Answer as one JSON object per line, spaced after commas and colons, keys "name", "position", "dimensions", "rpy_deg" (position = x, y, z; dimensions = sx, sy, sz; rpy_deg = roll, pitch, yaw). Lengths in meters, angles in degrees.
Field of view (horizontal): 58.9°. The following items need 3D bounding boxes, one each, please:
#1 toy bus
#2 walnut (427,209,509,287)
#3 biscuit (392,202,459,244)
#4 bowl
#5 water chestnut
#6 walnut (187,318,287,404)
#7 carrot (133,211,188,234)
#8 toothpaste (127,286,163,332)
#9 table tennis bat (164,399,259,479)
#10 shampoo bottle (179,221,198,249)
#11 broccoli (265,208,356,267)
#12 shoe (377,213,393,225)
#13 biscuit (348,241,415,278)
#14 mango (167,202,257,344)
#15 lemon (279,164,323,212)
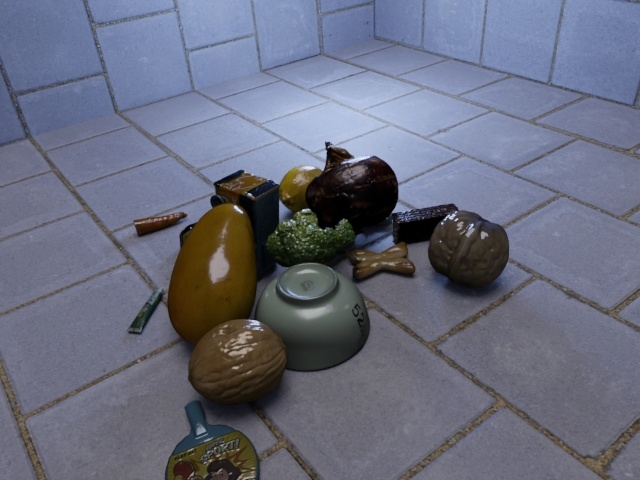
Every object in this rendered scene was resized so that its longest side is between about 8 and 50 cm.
{"name": "toy bus", "position": [-0.243, -0.051, 1.899], "dimensions": [0.194, 0.323, 0.162], "rpy_deg": [17, 32, 26]}
{"name": "walnut", "position": [0.466, 0.030, 1.790], "dimensions": [0.249, 0.248, 0.248], "rpy_deg": [-3, 34, 2]}
{"name": "biscuit", "position": [0.372, -0.056, 2.031], "dimensions": [0.252, 0.106, 0.070], "rpy_deg": [-10, 36, -6]}
{"name": "bowl", "position": [-0.032, 0.187, 1.652], "dimensions": [0.354, 0.185, 0.353], "rpy_deg": [-3, 34, 2]}
{"name": "water chestnut", "position": [0.100, -0.196, 2.009], "dimensions": [0.336, 0.335, 0.346], "rpy_deg": [-20, 82, -22]}
{"name": "walnut", "position": [-0.216, 0.316, 1.467], "dimensions": [0.261, 0.224, 0.225], "rpy_deg": [-17, 36, -9]}
{"name": "carrot", "position": [-0.622, -0.076, 2.224], "dimensions": [0.210, 0.061, 0.061], "rpy_deg": [-16, 36, -22]}
{"name": "toothpaste", "position": [-0.549, 0.218, 1.806], "dimensions": [0.049, 0.031, 0.204], "rpy_deg": [3, 37, 13]}
{"name": "table tennis bat", "position": [-0.266, 0.510, 1.340], "dimensions": [0.215, 0.044, 0.329], "rpy_deg": [-17, 38, -16]}
{"name": "shampoo bottle", "position": [-0.426, 0.056, 1.976], "dimensions": [0.129, 0.084, 0.323], "rpy_deg": [-24, 36, 1]}
{"name": "broccoli", "position": [-0.006, -0.018, 1.828], "dimensions": [0.302, 0.185, 0.254], "rpy_deg": [-19, 0, -34]}
{"name": "shoe", "position": [0.177, -0.105, 2.153], "dimensions": [0.195, 0.078, 0.079], "rpy_deg": [0, 34, 13]}
{"name": "biscuit", "position": [0.204, 0.070, 1.918], "dimensions": [0.208, 0.047, 0.164], "rpy_deg": [-6, 35, -2]}
{"name": "mango", "position": [-0.313, 0.094, 1.685], "dimensions": [0.300, 0.232, 0.445], "rpy_deg": [-23, 54, 47]}
{"name": "lemon", "position": [-0.064, -0.202, 2.226], "dimensions": [0.188, 0.188, 0.257], "rpy_deg": [26, 39, 37]}
